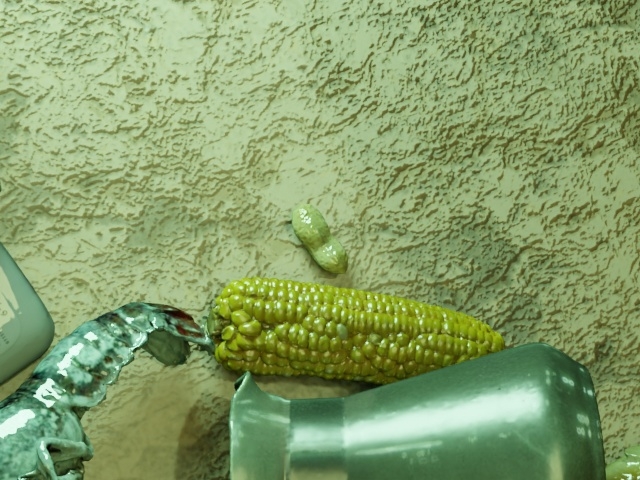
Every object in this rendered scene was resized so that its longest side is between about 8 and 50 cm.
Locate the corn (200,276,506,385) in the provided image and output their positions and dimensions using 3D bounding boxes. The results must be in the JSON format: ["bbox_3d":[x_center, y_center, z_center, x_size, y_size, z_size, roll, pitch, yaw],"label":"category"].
[{"bbox_3d":[0.040,0.095,1.941,0.312,0.102,0.102,6,81,-14],"label":"corn"}]

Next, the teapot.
[{"bbox_3d":[0.090,0.250,1.854,0.344,0.253,0.300,-2,105,2],"label":"teapot"}]

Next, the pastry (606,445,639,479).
[{"bbox_3d":[0.352,0.332,1.961,0.235,0.121,0.257,-16,85,-13],"label":"pastry"}]

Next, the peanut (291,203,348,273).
[{"bbox_3d":[0.000,0.000,1.977,0.037,0.037,0.083,-39,88,-14],"label":"peanut"}]

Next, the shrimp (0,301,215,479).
[{"bbox_3d":[-0.262,0.205,1.810,0.166,0.221,0.410,44,63,-26],"label":"shrimp"}]

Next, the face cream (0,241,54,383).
[{"bbox_3d":[-0.426,0.124,1.845,0.336,0.080,0.163,-36,92,-14],"label":"face cream"}]
